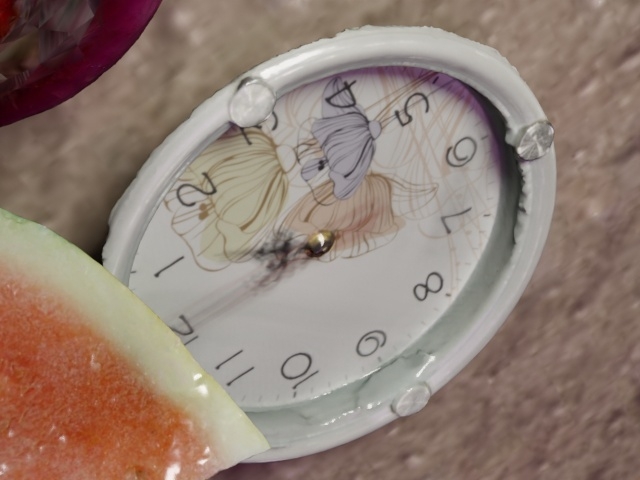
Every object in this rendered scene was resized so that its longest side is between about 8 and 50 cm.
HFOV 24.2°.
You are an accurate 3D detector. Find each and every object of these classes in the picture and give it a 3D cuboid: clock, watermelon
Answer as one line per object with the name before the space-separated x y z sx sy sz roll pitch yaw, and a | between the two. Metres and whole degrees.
clock | 0.000 0.000 0.689 0.236 0.053 0.236 -16 131 -19
watermelon | -0.179 0.089 0.585 0.260 0.176 0.256 -18 141 -40

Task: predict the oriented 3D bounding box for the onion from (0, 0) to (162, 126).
onion | -0.128 -0.111 0.475 0.177 0.153 0.177 -12 116 -26
